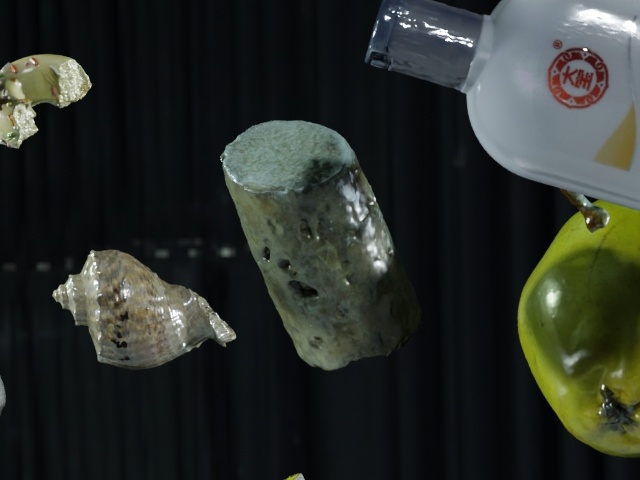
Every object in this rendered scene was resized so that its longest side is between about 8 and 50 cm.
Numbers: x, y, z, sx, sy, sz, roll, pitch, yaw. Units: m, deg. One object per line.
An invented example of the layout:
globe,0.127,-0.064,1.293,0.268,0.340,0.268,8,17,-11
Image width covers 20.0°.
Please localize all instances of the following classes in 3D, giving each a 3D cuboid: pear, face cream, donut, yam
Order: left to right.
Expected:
donut,-0.403,-0.202,2.474,0.108,0.065,0.166,24,51,25
yam,0.000,0.000,1.414,0.107,0.194,0.107,-16,34,11
face cream,0.176,-0.104,1.205,0.291,0.144,0.071,18,1,0
pear,0.270,0.068,1.514,0.212,0.212,0.269,-3,30,19

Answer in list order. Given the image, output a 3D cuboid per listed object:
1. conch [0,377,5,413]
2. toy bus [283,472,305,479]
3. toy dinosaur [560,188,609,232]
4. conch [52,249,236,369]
conch,-0.294,0.086,1.366,0.104,0.176,0.094,-11,-15,0
toy bus,-0.003,0.329,1.668,0.074,0.226,0.081,-20,11,35
toy dinosaur,0.183,-0.069,1.364,0.142,0.057,0.212,41,-9,-19
conch,-0.198,0.080,2.030,0.207,0.130,0.155,9,1,-13
